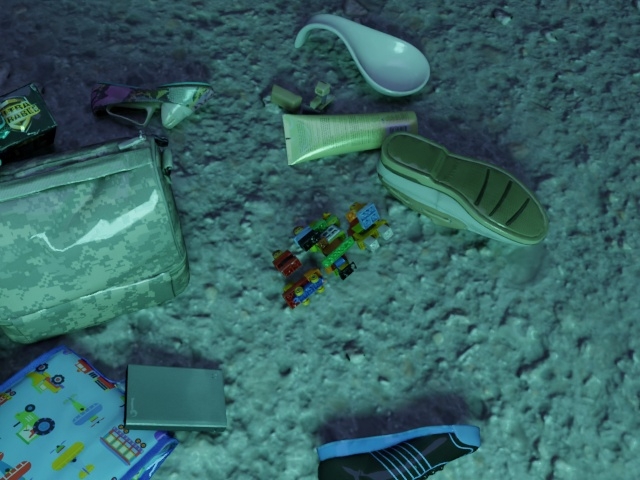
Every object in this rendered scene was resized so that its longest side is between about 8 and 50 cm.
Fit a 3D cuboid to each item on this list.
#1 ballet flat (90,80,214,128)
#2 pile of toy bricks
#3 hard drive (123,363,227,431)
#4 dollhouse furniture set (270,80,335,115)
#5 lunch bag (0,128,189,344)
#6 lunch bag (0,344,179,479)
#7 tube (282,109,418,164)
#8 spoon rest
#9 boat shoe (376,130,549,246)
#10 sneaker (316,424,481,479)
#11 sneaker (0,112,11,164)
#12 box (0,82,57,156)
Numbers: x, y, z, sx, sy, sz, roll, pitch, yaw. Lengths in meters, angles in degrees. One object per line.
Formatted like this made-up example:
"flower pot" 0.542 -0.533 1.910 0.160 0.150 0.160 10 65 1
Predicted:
"ballet flat" -0.302 -0.241 1.106 0.221 0.077 0.079 1 80 0
"pile of toy bricks" 0.000 0.000 0.993 0.212 0.118 0.105 -39 39 -13
"hard drive" -0.201 0.218 0.853 0.135 0.022 0.094 8 41 -23
"dollhouse furniture set" -0.029 -0.284 1.152 0.114 0.091 0.081 27 47 12
"lunch bag" -0.344 -0.019 0.870 0.305 0.256 0.212 -16 65 -14
"lunch bag" -0.349 0.279 0.795 0.221 0.138 0.293 33 54 15
"tube" 0.054 -0.196 1.119 0.240 0.062 0.070 -8 46 -7
"spoon rest" 0.082 -0.366 1.198 0.276 0.084 0.137 26 63 9
"boat shoe" 0.235 -0.076 1.044 0.302 0.103 0.113 33 64 13
"sneaker" 0.112 0.310 0.843 0.232 0.081 0.090 -9 66 -2
"sneaker" -0.420 -0.152 0.757 0.076 0.065 0.166 7 75 -29
"box" -0.539 -0.120 0.900 0.293 0.295 0.073 -32 107 -18
